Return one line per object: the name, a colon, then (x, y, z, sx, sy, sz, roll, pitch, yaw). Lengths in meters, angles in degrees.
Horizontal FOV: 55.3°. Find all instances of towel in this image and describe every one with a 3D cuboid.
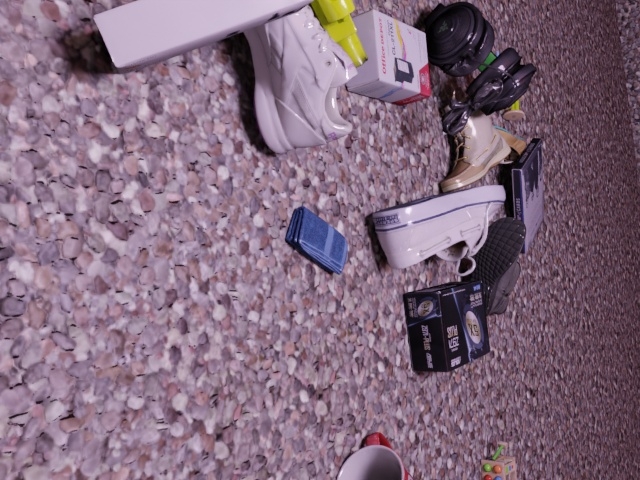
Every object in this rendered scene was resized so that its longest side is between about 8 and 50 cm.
towel: (0.000, 0.000, 0.942, 0.119, 0.029, 0.067, 36, 57, -40)

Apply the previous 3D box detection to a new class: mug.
mug: (0.120, 0.397, 0.959, 0.169, 0.113, 0.150, 54, 49, -34)

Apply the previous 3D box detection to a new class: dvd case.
dvd case: (0.526, -0.113, 1.537, 0.179, 0.030, 0.238, -46, 133, -43)

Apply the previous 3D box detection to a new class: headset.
headset: (0.294, -0.334, 1.211, 0.243, 0.185, 0.394, 38, 25, -16)

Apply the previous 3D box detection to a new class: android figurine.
android figurine: (-0.008, -0.388, 0.894, 0.272, 0.056, 0.248, 62, 8, -24)

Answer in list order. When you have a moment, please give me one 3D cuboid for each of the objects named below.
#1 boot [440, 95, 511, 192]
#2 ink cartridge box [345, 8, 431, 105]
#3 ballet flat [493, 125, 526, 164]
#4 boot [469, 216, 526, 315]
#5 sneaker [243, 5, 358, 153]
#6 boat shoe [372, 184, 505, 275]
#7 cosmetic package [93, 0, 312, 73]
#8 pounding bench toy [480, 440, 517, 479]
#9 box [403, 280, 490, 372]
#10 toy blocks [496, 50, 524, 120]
boot: (0.301, -0.209, 1.293, 0.213, 0.077, 0.165, -37, 103, -29)
ink cartridge box: (0.121, -0.325, 1.103, 0.175, 0.072, 0.127, -3, 87, -50)
ballet flat: (0.431, -0.222, 1.451, 0.232, 0.080, 0.073, 3, 93, -49)
boot: (0.384, 0.056, 1.300, 0.161, 0.083, 0.246, -10, 124, -51)
sneaker: (-0.029, -0.273, 0.824, 0.114, 0.152, 0.304, -60, 143, -58)
boat shoe: (0.246, -0.011, 1.152, 0.367, 0.136, 0.156, -17, 96, -47)
cosmetic package: (-0.126, -0.256, 0.688, 0.239, 0.099, 0.060, -23, 104, -10)
pounding bench toy: (0.373, 0.470, 1.286, 0.065, 0.052, 0.083, 6, 80, -49)
box: (0.245, 0.160, 1.167, 0.180, 0.078, 0.147, -5, 88, -50)
toy blocks: (0.472, -0.393, 1.541, 0.123, 0.054, 0.148, 18, 70, -46)
